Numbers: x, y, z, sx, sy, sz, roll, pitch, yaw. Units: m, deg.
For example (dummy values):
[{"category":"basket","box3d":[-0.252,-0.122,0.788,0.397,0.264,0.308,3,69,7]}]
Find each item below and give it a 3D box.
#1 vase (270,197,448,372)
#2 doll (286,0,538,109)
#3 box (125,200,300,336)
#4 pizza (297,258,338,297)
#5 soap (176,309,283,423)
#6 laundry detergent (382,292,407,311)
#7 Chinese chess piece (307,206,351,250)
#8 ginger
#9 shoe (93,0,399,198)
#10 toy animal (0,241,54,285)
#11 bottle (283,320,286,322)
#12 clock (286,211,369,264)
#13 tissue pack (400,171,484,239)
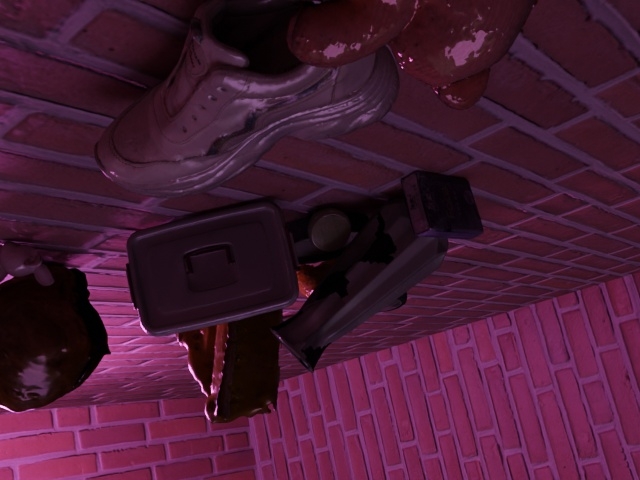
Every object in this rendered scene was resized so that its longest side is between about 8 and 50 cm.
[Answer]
[{"category":"vase","box3d":[0.073,0.082,1.399,0.360,0.165,0.165,-43,166,-9]},{"category":"doll","box3d":[0.036,-0.241,0.606,0.303,0.156,0.201,16,114,-19]},{"category":"box","box3d":[-0.181,0.055,1.335,0.294,0.193,0.167,-13,172,2]},{"category":"pizza","box3d":[0.080,0.051,1.650,0.288,0.075,0.280,-25,-165,-21]},{"category":"soap","box3d":[-0.214,0.224,1.535,0.169,0.338,0.304,16,154,-30]},{"category":"laundry detergent","box3d":[0.141,0.156,2.084,0.144,0.078,0.222,-18,164,31]},{"category":"Chinese chess piece","box3d":[0.016,-0.021,1.392,0.084,0.084,0.034,-9,-154,-11]},{"category":"ginger","box3d":[-0.514,0.161,1.291,0.200,0.269,0.223,-44,152,19]},{"category":"shoe","box3d":[-0.100,-0.163,0.760,0.342,0.132,0.210,-19,159,9]},{"category":"toy animal","box3d":[-0.510,0.037,1.227,0.124,0.085,0.071,-17,147,-4]},{"category":"bottle","box3d":[-0.138,0.274,2.305,0.187,0.069,0.069,-14,164,0]},{"category":"clock","box3d":[0.000,0.000,1.517,0.215,0.041,0.215,-12,164,-3]},{"category":"tissue pack","box3d":[0.220,-0.060,1.346,0.156,0.112,0.051,2,158,-41]}]
